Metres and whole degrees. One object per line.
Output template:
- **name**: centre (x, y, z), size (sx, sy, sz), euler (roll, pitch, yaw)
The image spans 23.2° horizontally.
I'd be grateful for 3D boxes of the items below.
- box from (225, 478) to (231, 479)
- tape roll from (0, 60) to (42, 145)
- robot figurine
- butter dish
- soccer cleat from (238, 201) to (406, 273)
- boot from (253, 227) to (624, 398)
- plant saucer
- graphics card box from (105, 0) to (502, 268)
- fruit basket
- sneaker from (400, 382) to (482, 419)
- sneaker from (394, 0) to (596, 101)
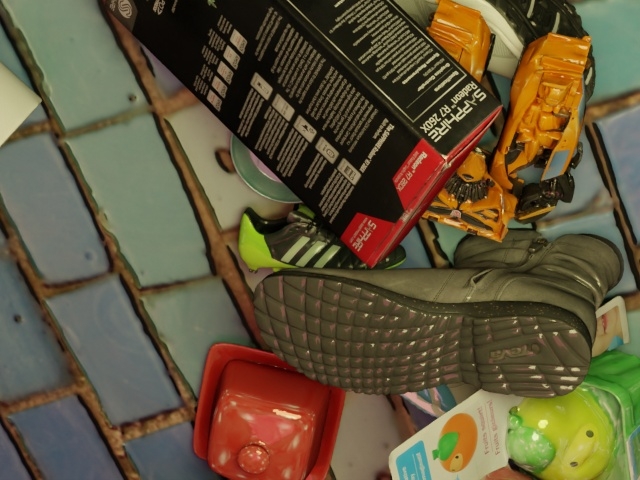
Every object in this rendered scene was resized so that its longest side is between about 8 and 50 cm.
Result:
- **box**: centre (-0.156, 0.389, 1.769), size (0.232, 0.127, 0.149), euler (-34, 88, 23)
- **tape roll**: centre (-0.405, -0.067, 1.535), size (0.100, 0.286, 0.286), euler (43, 114, -12)
- **robot figurine**: centre (0.150, -0.101, 1.481), size (0.211, 0.085, 0.291), euler (18, 146, 6)
- **butter dish**: centre (-0.063, 0.212, 1.700), size (0.159, 0.118, 0.160), euler (13, 116, 2)
- **soccer cleat**: centre (0.000, 0.000, 1.626), size (0.179, 0.060, 0.072), euler (3, 112, 11)
- **boot**: centre (0.120, 0.057, 1.549), size (0.338, 0.223, 0.118), euler (10, 118, 12)
- **plant saucer**: centre (-0.033, -0.097, 1.606), size (0.119, 0.021, 0.119), euler (4, 115, 8)
- **graphics card box**: centre (-0.027, -0.169, 1.420), size (0.371, 0.094, 0.233), euler (43, 152, 6)
- **fruit basket**: centre (0.222, 0.269, 1.556), size (0.165, 0.353, 0.327), euler (10, 120, 41)
- **sneaker**: centre (0.121, 0.121, 1.648), size (0.228, 0.087, 0.092), euler (30, 112, -8)
- **sneaker**: centre (0.148, -0.213, 1.495), size (0.271, 0.100, 0.108), euler (32, 140, -10)
